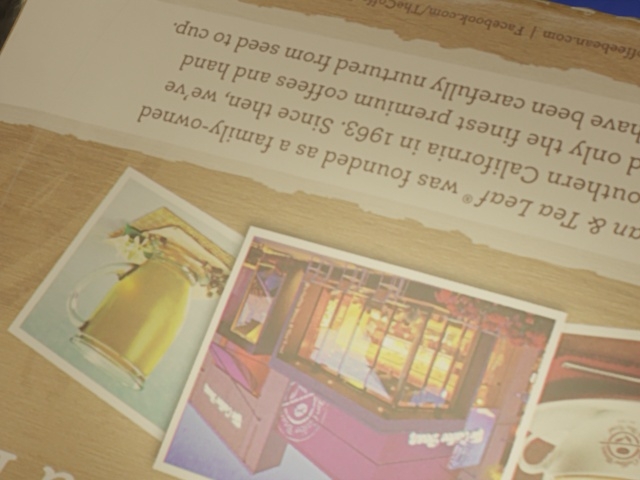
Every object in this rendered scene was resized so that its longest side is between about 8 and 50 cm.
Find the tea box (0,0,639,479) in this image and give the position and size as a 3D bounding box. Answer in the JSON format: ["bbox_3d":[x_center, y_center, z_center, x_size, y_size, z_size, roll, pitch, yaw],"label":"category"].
[{"bbox_3d":[0.061,0.078,0.540,0.329,0.323,0.220,16,73,21],"label":"tea box"}]

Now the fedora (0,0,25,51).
[{"bbox_3d":[-0.114,-0.099,0.797,0.152,0.334,0.334,42,132,-15],"label":"fedora"}]

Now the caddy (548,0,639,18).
[{"bbox_3d":[0.119,-0.094,0.615,0.341,0.179,0.241,10,137,35],"label":"caddy"}]
